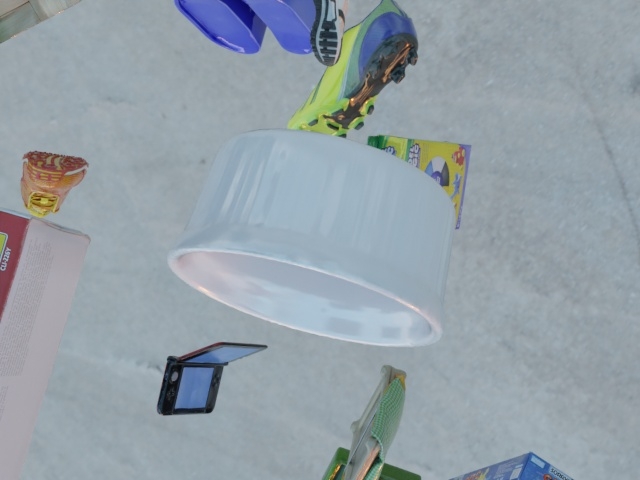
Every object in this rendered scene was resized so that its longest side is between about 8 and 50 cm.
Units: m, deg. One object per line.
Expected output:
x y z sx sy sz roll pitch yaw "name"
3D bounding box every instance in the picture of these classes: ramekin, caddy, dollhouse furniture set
0.000 0.000 1.009 0.277 0.135 0.277 14 163 4 "ramekin"
-0.114 -0.463 1.810 0.241 0.341 0.179 4 78 20 "caddy"
0.103 0.371 1.595 0.151 0.197 0.301 23 122 -2 "dollhouse furniture set"

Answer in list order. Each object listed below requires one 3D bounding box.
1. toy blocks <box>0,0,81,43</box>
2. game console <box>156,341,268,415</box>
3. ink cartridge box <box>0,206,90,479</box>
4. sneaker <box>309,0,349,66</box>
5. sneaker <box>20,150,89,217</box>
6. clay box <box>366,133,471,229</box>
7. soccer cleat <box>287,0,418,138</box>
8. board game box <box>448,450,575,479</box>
-0.438 -0.301 1.054 0.261 0.381 0.191 62 178 -20 "toy blocks"
-0.154 0.200 1.477 0.085 0.144 0.124 11 88 27 "game console"
-0.346 0.103 0.713 0.272 0.130 0.309 14 85 7 "ink cartridge box"
0.015 -0.240 1.091 0.040 0.044 0.109 20 122 33 "sneaker"
-0.268 -0.055 1.020 0.175 0.064 0.067 -172 91 -75 "sneaker"
0.130 -0.077 1.409 0.053 0.222 0.127 12 99 33 "clay box"
0.045 -0.255 1.582 0.289 0.093 0.121 -41 52 40 "soccer cleat"
0.220 0.283 1.057 0.136 0.035 0.201 34 154 -4 "board game box"
